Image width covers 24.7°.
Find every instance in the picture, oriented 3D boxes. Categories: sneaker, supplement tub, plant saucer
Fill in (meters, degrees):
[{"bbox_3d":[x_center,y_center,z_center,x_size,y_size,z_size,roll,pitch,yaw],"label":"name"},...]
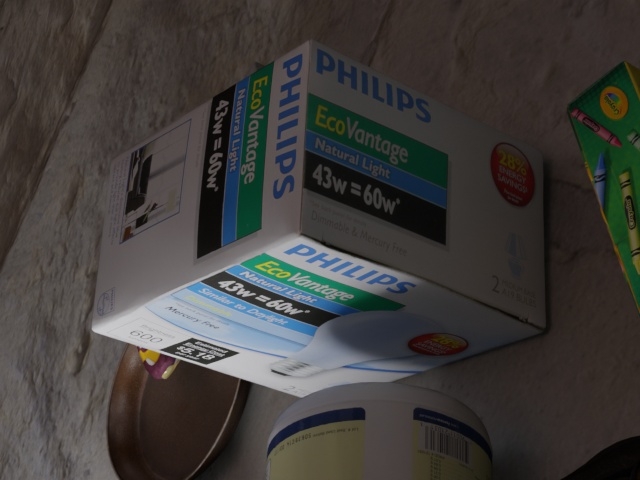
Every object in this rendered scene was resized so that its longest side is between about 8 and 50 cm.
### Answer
[{"bbox_3d":[-0.249,0.116,2.016,0.069,0.084,0.185,-51,38,21],"label":"sneaker"},{"bbox_3d":[0.055,0.330,1.442,0.235,0.235,0.325,-30,44,39],"label":"supplement tub"},{"bbox_3d":[-0.187,0.202,2.000,0.310,0.050,0.311,-28,50,40],"label":"plant saucer"}]

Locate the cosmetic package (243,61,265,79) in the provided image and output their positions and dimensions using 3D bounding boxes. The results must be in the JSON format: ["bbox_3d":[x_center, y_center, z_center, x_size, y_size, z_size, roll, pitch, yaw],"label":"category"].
[{"bbox_3d":[-0.064,-0.109,1.893,0.184,0.151,0.151,-59,11,11],"label":"cosmetic package"}]

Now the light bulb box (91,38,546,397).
[{"bbox_3d":[0.000,0.000,1.612,0.361,0.358,0.225,-24,54,45],"label":"light bulb box"}]

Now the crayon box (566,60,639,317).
[{"bbox_3d":[0.341,-0.019,1.353,0.081,0.165,0.278,-40,43,31],"label":"crayon box"}]

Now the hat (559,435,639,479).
[{"bbox_3d":[0.317,0.260,1.223,0.331,0.331,0.134,-12,100,49],"label":"hat"}]
